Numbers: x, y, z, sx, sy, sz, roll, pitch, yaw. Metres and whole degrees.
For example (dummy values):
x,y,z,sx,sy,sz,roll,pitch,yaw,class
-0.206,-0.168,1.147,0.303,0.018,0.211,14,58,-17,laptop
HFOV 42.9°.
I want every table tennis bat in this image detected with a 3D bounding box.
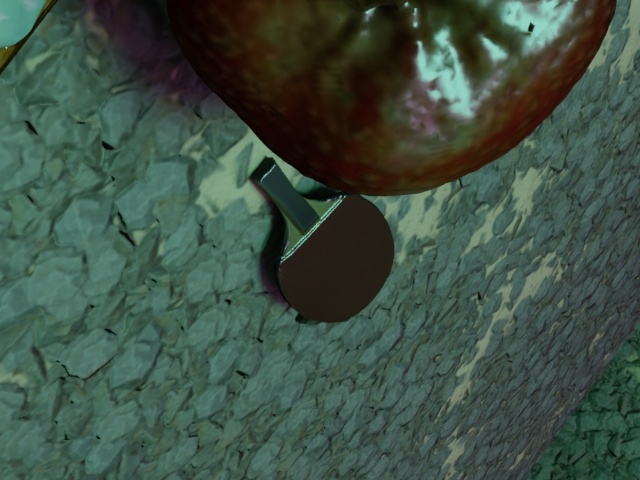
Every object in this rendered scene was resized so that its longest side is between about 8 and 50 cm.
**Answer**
x,y,z,sx,sy,sz,roll,pitch,yaw,class
0.000,0.000,0.791,0.130,0.019,0.220,-47,132,-8,table tennis bat

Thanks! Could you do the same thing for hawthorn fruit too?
x,y,z,sx,sy,sz,roll,pitch,yaw,class
0.040,-0.187,0.534,0.287,0.330,0.287,-1,109,-2,hawthorn fruit

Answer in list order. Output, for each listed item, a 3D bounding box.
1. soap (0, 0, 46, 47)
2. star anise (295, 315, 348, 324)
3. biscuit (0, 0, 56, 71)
x,y,z,sx,sy,sz,roll,pitch,yaw,class
-0.267,-0.143,0.223,0.346,0.115,0.208,-15,127,-23,soap
0.025,0.039,0.878,0.141,0.042,0.141,-30,137,-33,star anise
-0.140,-0.140,0.415,0.043,0.183,0.280,34,122,-24,biscuit
